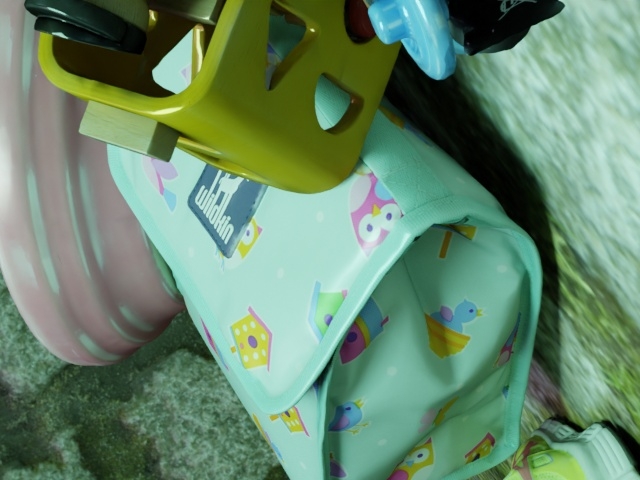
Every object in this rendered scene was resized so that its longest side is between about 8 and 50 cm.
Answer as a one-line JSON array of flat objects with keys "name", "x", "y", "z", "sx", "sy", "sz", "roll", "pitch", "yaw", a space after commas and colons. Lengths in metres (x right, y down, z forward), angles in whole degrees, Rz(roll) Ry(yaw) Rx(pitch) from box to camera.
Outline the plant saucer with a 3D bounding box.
[{"name": "plant saucer", "x": -0.124, "y": -0.082, "z": 0.868, "sx": 0.332, "sy": 0.084, "sz": 0.332, "roll": -1, "pitch": -90, "yaw": -79}]

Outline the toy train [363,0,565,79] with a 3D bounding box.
[{"name": "toy train", "x": 0.032, "y": -0.119, "z": 0.323, "sx": 0.105, "sy": 0.080, "sz": 0.184, "roll": 63, "pitch": 177, "yaw": 21}]

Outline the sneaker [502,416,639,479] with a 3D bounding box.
[{"name": "sneaker", "x": 0.128, "y": 0.158, "z": 0.752, "sx": 0.081, "sy": 0.094, "sz": 0.208, "roll": 53, "pitch": 173, "yaw": 13}]

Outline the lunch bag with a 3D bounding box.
[{"name": "lunch bag", "x": 0.000, "y": 0.000, "z": 0.680, "sx": 0.223, "sy": 0.160, "sz": 0.262, "roll": 54, "pitch": 164, "yaw": 34}]

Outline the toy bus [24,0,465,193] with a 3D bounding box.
[{"name": "toy bus", "x": -0.054, "y": -0.082, "z": 0.492, "sx": 0.202, "sy": 0.104, "sz": 0.191, "roll": 20, "pitch": 177, "yaw": -13}]
